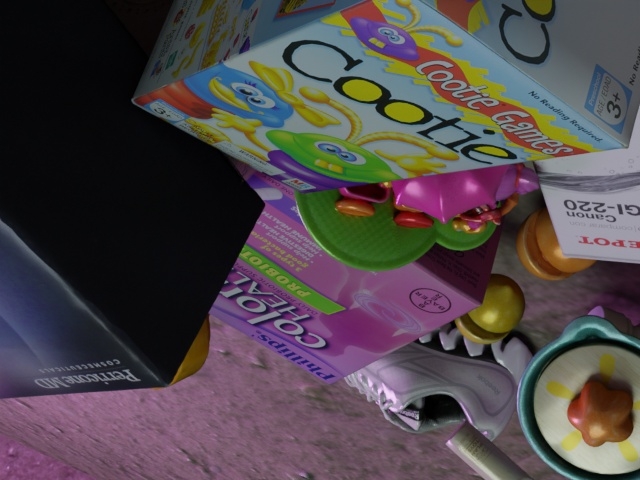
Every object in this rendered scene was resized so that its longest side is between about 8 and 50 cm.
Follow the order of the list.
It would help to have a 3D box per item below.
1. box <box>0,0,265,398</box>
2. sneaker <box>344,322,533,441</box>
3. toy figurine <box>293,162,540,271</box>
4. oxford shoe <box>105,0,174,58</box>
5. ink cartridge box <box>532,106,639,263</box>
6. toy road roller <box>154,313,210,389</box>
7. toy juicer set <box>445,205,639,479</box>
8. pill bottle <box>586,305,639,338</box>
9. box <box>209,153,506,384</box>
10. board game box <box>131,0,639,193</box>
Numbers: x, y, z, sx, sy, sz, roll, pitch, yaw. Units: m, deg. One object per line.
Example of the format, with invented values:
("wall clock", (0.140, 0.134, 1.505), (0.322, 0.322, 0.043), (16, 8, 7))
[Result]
("box", (-0.252, -0.043, 0.643), (0.296, 0.182, 0.294), (-11, 131, 37))
("sneaker", (0.080, 0.142, 1.042), (0.292, 0.118, 0.110), (8, 149, 29))
("toy figurine", (0.087, -0.040, 0.651), (0.173, 0.130, 0.159), (13, 173, -19))
("oxford shoe", (-0.132, -0.198, 0.632), (0.130, 0.123, 0.348), (-1, 143, 33))
("ink cartridge box", (0.219, -0.077, 0.606), (0.159, 0.092, 0.218), (5, 148, 31))
("toy road roller", (-0.212, -0.005, 0.981), (0.203, 0.241, 0.329), (-15, 96, 48))
("toy juicer set", (0.195, 0.122, 0.778), (0.209, 0.089, 0.328), (22, 109, 16))
("pill bottle", (0.333, 0.142, 0.853), (0.216, 0.121, 0.121), (24, 151, 1))
("box", (0.000, 0.000, 0.842), (0.214, 0.117, 0.243), (33, 145, -16))
("board game box", (0.033, -0.126, 0.520), (0.142, 0.144, 0.275), (27, 164, -29))
